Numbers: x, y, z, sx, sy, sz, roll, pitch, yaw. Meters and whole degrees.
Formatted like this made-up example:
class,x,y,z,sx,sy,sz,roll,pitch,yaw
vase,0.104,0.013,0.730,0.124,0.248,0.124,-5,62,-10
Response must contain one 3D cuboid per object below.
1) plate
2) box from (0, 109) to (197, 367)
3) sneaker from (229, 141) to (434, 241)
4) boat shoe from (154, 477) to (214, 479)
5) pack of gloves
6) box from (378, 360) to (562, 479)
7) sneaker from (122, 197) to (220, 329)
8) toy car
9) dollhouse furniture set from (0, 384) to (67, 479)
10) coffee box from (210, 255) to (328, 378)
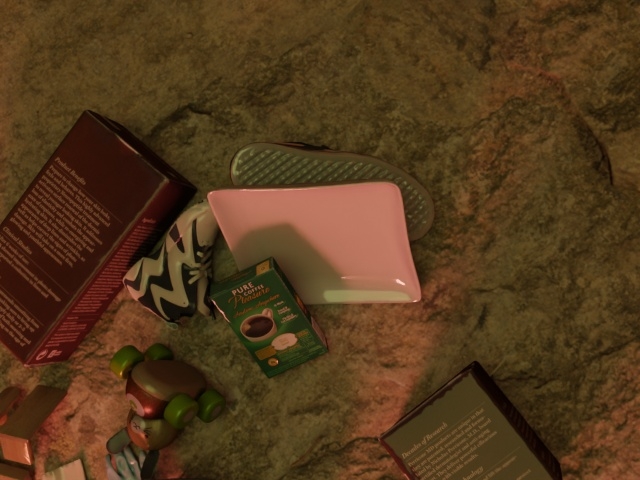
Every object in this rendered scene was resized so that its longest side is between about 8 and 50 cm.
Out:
class,x,y,z,sx,sy,sz,roll,pitch,yaw
plate,0.000,0.000,1.356,0.277,0.278,0.045,-2,50,14
box,-0.402,-0.001,1.489,0.191,0.143,0.381,40,97,13
sneaker,0.016,-0.085,1.413,0.321,0.127,0.126,17,94,-11
boat shoe,-0.153,0.434,1.416,0.302,0.109,0.094,3,91,11
pack of gloves,-0.348,0.463,1.489,0.195,0.046,0.232,-25,81,11
box,0.219,0.306,1.304,0.167,0.168,0.203,-40,78,8
sneaker,-0.192,0.047,1.458,0.235,0.094,0.153,-42,80,7
toy car,-0.272,0.283,1.440,0.155,0.149,0.188,36,103,25
dollhouse furniture set,-0.516,0.336,1.547,0.144,0.123,0.151,10,123,14
coffee box,-0.077,0.120,1.399,0.113,0.040,0.184,-26,119,12
